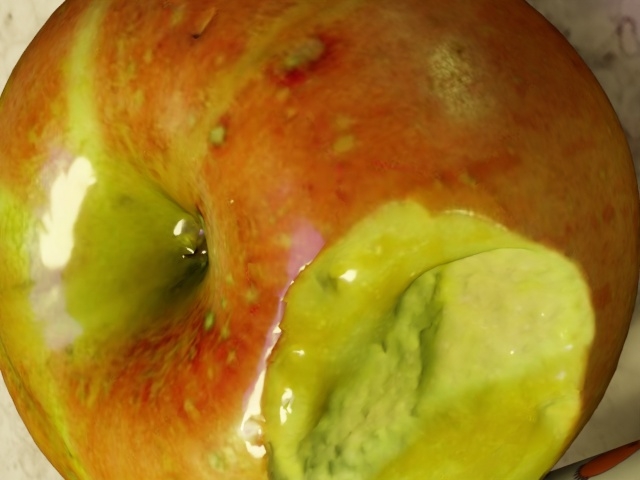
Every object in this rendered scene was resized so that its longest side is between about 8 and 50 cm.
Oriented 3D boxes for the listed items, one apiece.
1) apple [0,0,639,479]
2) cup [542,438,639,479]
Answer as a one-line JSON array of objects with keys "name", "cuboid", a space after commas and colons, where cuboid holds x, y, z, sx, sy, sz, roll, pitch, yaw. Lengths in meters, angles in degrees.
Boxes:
[{"name": "apple", "cuboid": [0.000, 0.000, 0.818, 0.339, 0.339, 0.340, 15, 115, 37]}, {"name": "cup", "cuboid": [0.177, 0.203, 0.794, 0.317, 0.212, 0.212, -28, 85, 44]}]
